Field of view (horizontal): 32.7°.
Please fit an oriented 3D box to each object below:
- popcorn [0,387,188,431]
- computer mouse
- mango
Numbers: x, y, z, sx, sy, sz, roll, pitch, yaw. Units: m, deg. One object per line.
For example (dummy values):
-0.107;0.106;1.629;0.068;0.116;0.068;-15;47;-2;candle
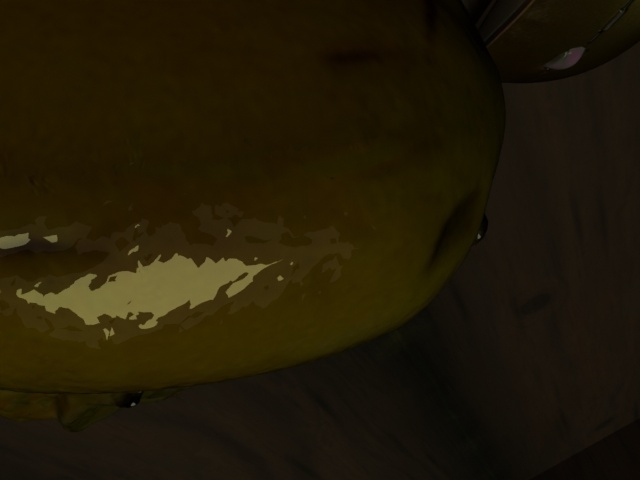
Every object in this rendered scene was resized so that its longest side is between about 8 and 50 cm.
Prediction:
-0.161;0.051;0.783;0.266;0.192;0.233;18;131;-40;popcorn
0.229;-0.221;0.817;0.158;0.071;0.310;-4;144;-35;computer mouse
-0.113;-0.065;0.539;0.445;0.301;0.220;2;135;-27;mango
